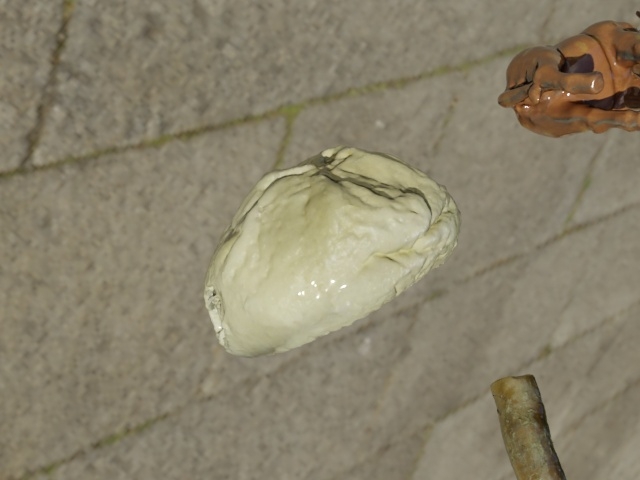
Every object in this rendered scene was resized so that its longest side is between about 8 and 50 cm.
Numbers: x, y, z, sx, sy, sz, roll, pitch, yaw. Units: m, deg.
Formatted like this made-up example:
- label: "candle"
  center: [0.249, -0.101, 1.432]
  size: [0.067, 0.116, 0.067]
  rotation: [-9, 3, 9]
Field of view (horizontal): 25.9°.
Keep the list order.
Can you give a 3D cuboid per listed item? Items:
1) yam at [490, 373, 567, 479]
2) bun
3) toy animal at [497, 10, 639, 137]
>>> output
- label: "yam"
  center: [0.240, 0.258, 1.509]
  size: [0.061, 0.253, 0.061]
  rotation: [-10, 149, -6]
- label: "bun"
  center: [0.000, 0.000, 1.102]
  size: [0.220, 0.134, 0.220]
  rotation: [-26, -176, 2]
- label: "toy animal"
  center: [0.216, -0.126, 0.965]
  size: [0.224, 0.229, 0.066]
  rotation: [-16, 104, -14]
